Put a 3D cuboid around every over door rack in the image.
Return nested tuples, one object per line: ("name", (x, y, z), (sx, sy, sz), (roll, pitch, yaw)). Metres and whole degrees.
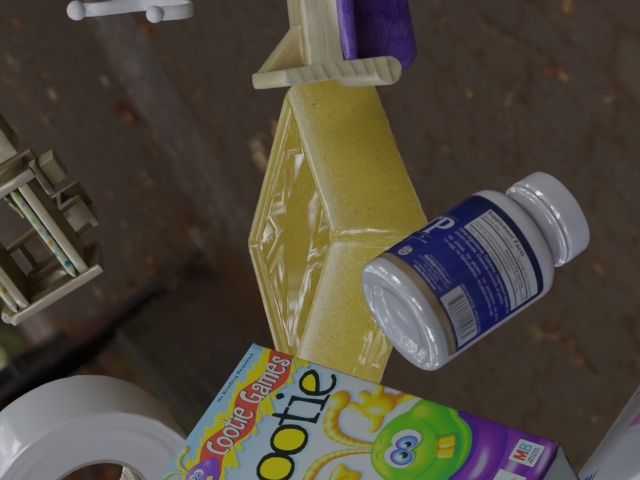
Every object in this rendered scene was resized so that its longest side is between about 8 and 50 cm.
("over door rack", (-0.260, -0.371, 1.798), (0.324, 0.108, 0.239), (19, 115, 50))

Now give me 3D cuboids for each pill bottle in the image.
("pill bottle", (0.140, 0.021, 1.433), (0.112, 0.187, 0.112), (48, 159, 26))

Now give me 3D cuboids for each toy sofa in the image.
("toy sofa", (0.011, -0.327, 1.570), (0.150, 0.177, 0.362), (-166, 69, -75))

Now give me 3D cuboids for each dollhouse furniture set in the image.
("dollhouse furniture set", (-0.282, -0.046, 1.407), (0.182, 0.101, 0.161), (57, -176, -23))

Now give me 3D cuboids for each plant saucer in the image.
("plant saucer", (0.000, 0.000, 1.752), (0.332, 0.081, 0.333), (-106, 24, -44))

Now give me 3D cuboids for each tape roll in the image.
("tape roll", (-0.297, 0.312, 2.040), (0.100, 0.286, 0.286), (44, 164, 54))

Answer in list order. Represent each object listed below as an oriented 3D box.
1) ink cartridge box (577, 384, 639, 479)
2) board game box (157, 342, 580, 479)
("ink cartridge box", (0.350, 0.125, 1.450), (0.071, 0.330, 0.324), (37, 154, 3))
("board game box", (0.043, 0.198, 1.167), (0.275, 0.144, 0.142), (14, 149, 39))
